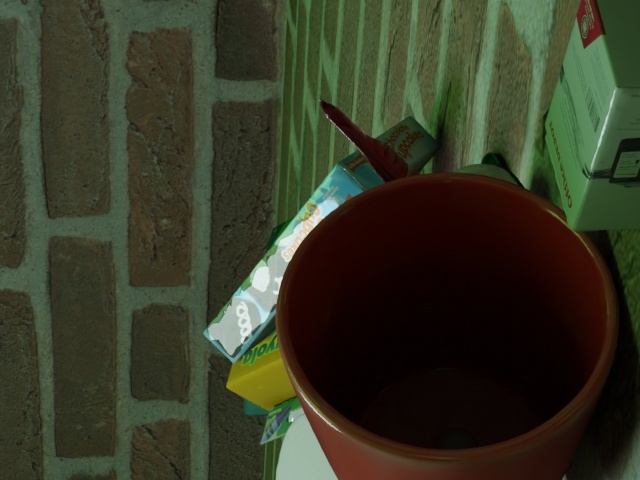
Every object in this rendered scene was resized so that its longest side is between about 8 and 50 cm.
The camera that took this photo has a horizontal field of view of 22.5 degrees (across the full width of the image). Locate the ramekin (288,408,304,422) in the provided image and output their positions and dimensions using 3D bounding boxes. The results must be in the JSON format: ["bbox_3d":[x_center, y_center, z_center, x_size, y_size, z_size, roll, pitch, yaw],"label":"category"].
[{"bbox_3d":[0.035,0.299,2.280,0.277,0.135,0.277,179,90,-82],"label":"ramekin"}]

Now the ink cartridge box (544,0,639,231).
[{"bbox_3d":[0.211,-0.094,1.144,0.150,0.063,0.109,98,169,-51],"label":"ink cartridge box"}]

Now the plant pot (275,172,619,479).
[{"bbox_3d":[0.107,0.122,1.334,0.243,0.274,0.275,82,-179,-52],"label":"plant pot"}]

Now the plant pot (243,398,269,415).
[{"bbox_3d":[-0.022,0.211,2.670,0.234,0.165,0.166,169,100,-74],"label":"plant pot"}]

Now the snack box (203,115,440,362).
[{"bbox_3d":[0.000,0.000,1.945,0.322,0.060,0.187,-51,-8,36],"label":"snack box"}]

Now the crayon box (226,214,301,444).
[{"bbox_3d":[-0.017,0.098,2.192,0.203,0.083,0.323,-28,38,48],"label":"crayon box"}]

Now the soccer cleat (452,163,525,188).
[{"bbox_3d":[0.113,0.078,1.525,0.116,0.143,0.331,41,137,45],"label":"soccer cleat"}]

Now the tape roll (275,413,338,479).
[{"bbox_3d":[0.033,0.385,1.838,0.392,0.072,0.392,176,90,-73],"label":"tape roll"}]

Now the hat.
[{"bbox_3d":[0.088,-0.010,1.637,0.173,0.183,0.209,102,166,-59],"label":"hat"}]
